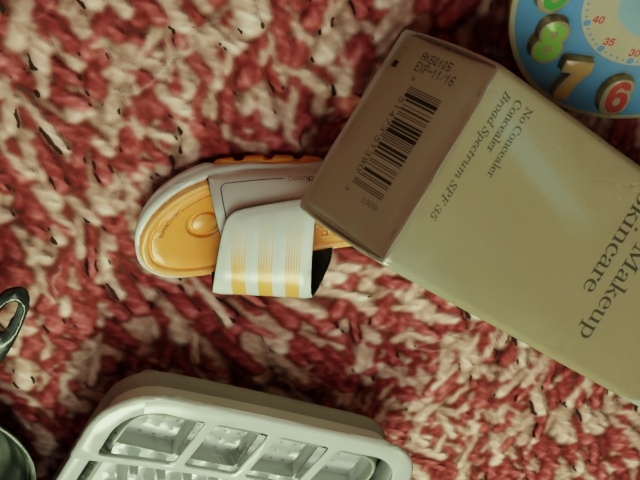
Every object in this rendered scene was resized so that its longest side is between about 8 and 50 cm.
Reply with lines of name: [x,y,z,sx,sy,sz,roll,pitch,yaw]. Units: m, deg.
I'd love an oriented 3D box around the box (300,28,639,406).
box: [0.158,-0.002,0.899,0.311,0.121,0.148,27,95,-33]

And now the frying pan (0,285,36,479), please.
frying pan: [-0.324,0.141,1.019,0.197,0.053,0.326,0,132,-11]

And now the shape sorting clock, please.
shape sorting clock: [0.224,-0.156,0.850,0.206,0.040,0.206,-6,134,-6]

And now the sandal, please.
sandal: [0.000,-0.008,0.923,0.265,0.076,0.102,-9,135,-3]

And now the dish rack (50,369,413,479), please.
dish rack: [-0.111,0.232,1.138,0.285,0.072,0.333,15,129,-26]
